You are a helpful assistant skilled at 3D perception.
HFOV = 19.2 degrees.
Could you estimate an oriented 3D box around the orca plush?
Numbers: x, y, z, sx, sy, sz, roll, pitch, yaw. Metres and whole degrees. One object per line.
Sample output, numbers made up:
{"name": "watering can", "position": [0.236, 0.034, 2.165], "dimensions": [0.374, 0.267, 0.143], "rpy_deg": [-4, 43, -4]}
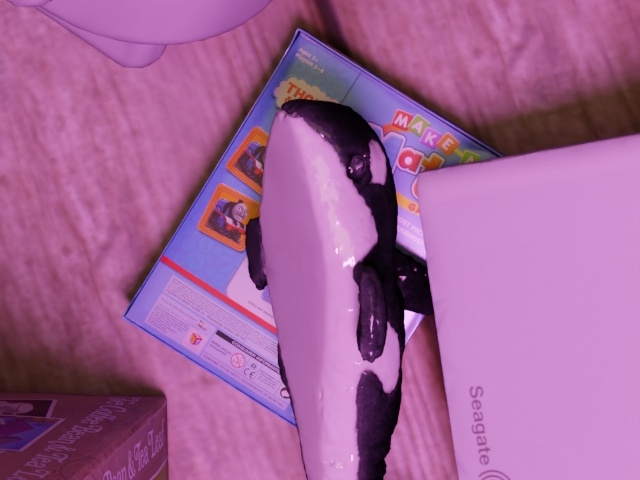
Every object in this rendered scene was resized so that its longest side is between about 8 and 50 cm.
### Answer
{"name": "orca plush", "position": [0.039, 0.054, 1.105], "dimensions": [0.102, 0.151, 0.287], "rpy_deg": [-14, 92, -25]}

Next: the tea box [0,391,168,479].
{"name": "tea box", "position": [-0.216, 0.266, 1.073], "dimensions": [0.220, 0.329, 0.323], "rpy_deg": [1, 94, 6]}

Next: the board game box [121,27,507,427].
{"name": "board game box", "position": [0.000, 0.000, 1.171], "dimensions": [0.160, 0.039, 0.211], "rpy_deg": [32, 99, 2]}

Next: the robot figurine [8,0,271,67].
{"name": "robot figurine", "position": [-0.079, -0.244, 1.016], "dimensions": [0.200, 0.353, 0.300], "rpy_deg": [31, 54, 0]}

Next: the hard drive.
{"name": "hard drive", "position": [0.234, 0.049, 1.038], "dimensions": [0.353, 0.047, 0.233], "rpy_deg": [-9, 87, 28]}
